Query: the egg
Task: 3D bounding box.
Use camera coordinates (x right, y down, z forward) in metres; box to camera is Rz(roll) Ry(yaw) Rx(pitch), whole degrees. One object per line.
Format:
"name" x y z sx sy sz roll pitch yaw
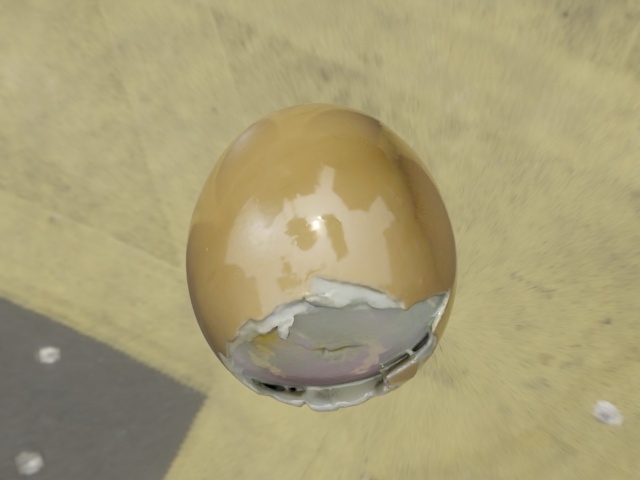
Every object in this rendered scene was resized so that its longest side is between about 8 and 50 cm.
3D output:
"egg" 0.000 0.000 0.524 0.080 0.080 0.096 -6 53 3
